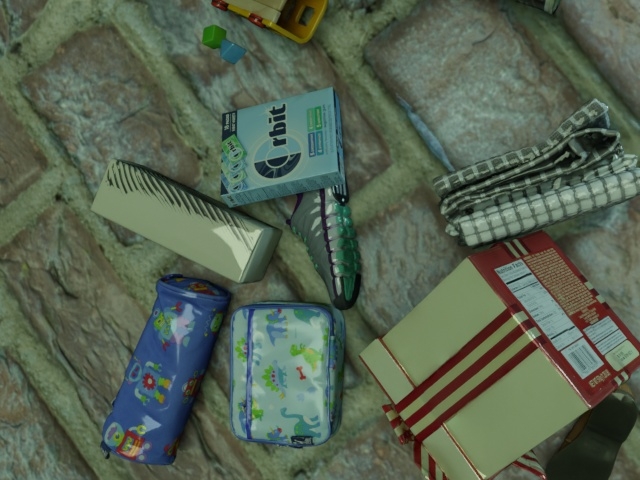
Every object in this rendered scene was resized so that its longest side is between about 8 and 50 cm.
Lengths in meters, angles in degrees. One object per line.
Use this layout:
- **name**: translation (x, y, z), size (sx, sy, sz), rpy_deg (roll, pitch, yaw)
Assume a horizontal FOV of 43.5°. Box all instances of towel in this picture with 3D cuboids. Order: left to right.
- **towel**: translation (0.273, -0.075, 1.043), size (0.234, 0.283, 0.121), rpy_deg (-19, 85, 13)

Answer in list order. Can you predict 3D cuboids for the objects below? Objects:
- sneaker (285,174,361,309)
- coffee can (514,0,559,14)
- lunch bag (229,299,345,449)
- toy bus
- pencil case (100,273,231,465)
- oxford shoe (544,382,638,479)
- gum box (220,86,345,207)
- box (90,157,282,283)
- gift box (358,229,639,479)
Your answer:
- **sneaker**: translation (0.000, 0.000, 1.226), size (0.098, 0.083, 0.224), rpy_deg (-12, 77, 24)
- **coffee can**: translation (0.223, -0.448, 1.093), size (0.275, 0.201, 0.202), rpy_deg (22, 96, 13)
- **lunch bag**: translation (-0.055, 0.202, 1.230), size (0.176, 0.090, 0.219), rpy_deg (2, 90, 17)
- **toy bus**: translation (-0.082, -0.370, 1.221), size (0.190, 0.104, 0.202), rpy_deg (-22, 65, 34)
- **pencil case**: translation (-0.245, 0.200, 1.261), size (0.133, 0.119, 0.306), rpy_deg (23, 96, 21)
- **oxford shoe**: translation (0.382, 0.287, 1.133), size (0.076, 0.076, 0.212), rpy_deg (30, 113, 10)
- **gum box**: translation (-0.059, -0.141, 1.217), size (0.184, 0.041, 0.157), rpy_deg (-11, 59, 13)
- **box**: translation (-0.208, -0.031, 1.254), size (0.275, 0.113, 0.094), rpy_deg (24, 95, 11)
- **gift box**: translation (0.231, 0.177, 1.030), size (0.258, 0.255, 0.276), rpy_deg (-48, 64, 36)
